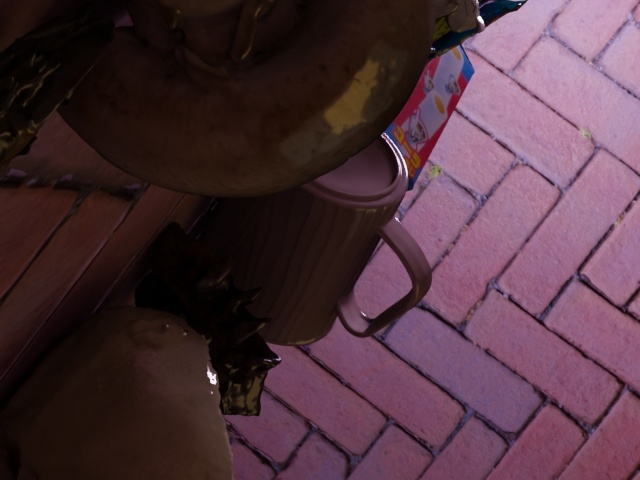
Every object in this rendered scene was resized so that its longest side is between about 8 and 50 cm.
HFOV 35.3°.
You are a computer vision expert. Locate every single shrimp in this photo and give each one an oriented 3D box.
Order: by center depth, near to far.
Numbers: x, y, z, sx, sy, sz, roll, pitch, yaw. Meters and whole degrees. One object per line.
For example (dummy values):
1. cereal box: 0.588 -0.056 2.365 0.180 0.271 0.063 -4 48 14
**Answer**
1. shrimp: -0.214 -0.023 0.458 0.296 0.058 0.169 -48 173 -9

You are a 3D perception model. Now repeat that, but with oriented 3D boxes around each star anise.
1. star anise: -0.148 0.104 1.212 0.099 0.220 0.214 -30 151 -48

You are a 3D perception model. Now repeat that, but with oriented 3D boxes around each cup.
1. cup: -0.016 0.000 1.298 0.208 0.288 0.273 -3 140 -34

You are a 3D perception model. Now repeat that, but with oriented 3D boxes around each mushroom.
1. mushroom: -0.027 -0.136 0.598 0.253 0.189 0.195 -60 177 -5

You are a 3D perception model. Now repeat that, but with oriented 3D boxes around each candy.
1. candy: 0.101 -0.184 1.481 0.157 0.100 0.306 -14 -147 39

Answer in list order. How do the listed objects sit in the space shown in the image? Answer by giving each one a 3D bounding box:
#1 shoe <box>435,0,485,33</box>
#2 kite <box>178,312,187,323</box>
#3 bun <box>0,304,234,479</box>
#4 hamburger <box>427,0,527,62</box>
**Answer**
1. shoe: 0.141 -0.311 1.168 0.316 0.159 0.124 -51 176 29
2. kite: -0.188 0.167 1.182 0.229 0.016 0.127 -31 -120 58
3. bun: -0.238 0.250 1.063 0.202 0.364 0.364 2 139 -32
4. hamburger: 0.194 -0.387 1.374 0.276 0.150 0.260 -38 162 15
